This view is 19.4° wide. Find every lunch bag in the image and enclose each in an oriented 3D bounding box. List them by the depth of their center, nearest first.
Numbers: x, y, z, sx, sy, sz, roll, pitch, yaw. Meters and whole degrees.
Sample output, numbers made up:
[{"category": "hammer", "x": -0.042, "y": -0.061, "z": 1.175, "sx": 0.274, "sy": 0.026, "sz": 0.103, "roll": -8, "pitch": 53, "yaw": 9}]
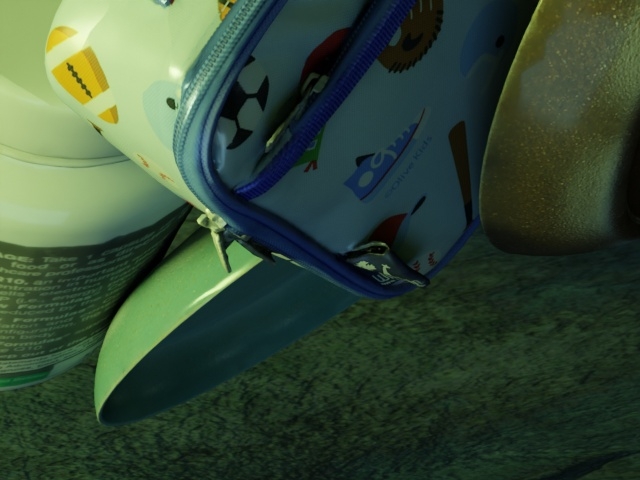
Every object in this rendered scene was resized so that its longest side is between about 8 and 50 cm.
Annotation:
[{"category": "lunch bag", "x": 0.036, "y": -0.122, "z": 0.744, "sx": 0.115, "sy": 0.303, "sz": 0.243, "roll": 34, "pitch": 179, "yaw": 30}]

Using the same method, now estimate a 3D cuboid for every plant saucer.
[{"category": "plant saucer", "x": 0.180, "y": -0.113, "z": 0.803, "sx": 0.050, "sy": 0.310, "sz": 0.310, "roll": 36, "pitch": 170, "yaw": 22}, {"category": "plant saucer", "x": 0.000, "y": 0.000, "z": 1.054, "sx": 0.317, "sy": 0.044, "sz": 0.317, "roll": -32, "pitch": 170, "yaw": -7}]

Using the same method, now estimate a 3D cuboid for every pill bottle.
[{"category": "pill bottle", "x": -0.153, "y": -0.066, "z": 0.957, "sx": 0.204, "sy": 0.204, "sz": 0.361, "roll": 4, "pitch": 158, "yaw": -17}]
